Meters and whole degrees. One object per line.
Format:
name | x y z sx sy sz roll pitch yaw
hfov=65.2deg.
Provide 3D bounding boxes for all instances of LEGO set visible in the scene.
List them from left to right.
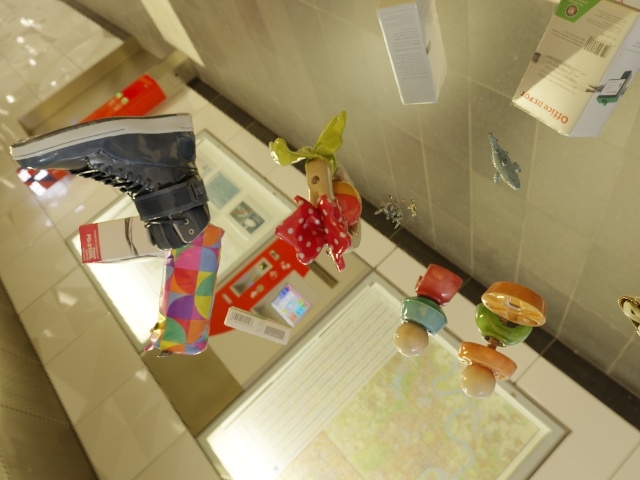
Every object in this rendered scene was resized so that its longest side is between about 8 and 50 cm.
LEGO set | 0.128 -0.052 0.817 0.023 0.083 0.054 -5 113 60

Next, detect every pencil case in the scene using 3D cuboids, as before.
pencil case | -0.230 0.080 0.855 0.105 0.236 0.104 10 178 0

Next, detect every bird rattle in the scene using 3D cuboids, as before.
bird rattle | 0.022 -0.063 0.772 0.207 0.143 0.253 38 -148 -56

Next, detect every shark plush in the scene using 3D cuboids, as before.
shark plush | 0.481 -0.210 1.298 0.067 0.073 0.161 -75 -33 -65

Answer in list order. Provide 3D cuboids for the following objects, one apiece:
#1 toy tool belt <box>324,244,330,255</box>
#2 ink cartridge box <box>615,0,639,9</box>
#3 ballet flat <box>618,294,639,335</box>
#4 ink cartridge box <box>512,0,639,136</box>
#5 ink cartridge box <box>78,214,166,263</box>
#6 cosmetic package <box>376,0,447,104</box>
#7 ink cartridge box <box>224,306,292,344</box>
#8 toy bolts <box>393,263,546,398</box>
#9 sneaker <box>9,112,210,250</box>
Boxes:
toy tool belt | 0.000 0.000 1.218 0.052 0.051 0.083 -117 18 -79
ink cartridge box | 0.698 -0.464 0.943 0.270 0.197 0.198 -10 104 39
ballet flat | 0.597 0.157 0.920 0.052 0.057 0.168 20 -155 -3
ink cartridge box | 0.478 -0.320 0.914 0.160 0.093 0.219 56 140 42
ink cartridge box | -0.444 -0.002 1.256 0.172 0.237 0.100 16 -114 -79
cosmetic package | 0.191 -0.402 1.012 0.086 0.117 0.231 4 147 29
ink cartridge box | -0.174 0.239 1.454 0.181 0.056 0.225 18 177 -2
toy bolts | 0.241 0.155 0.847 0.229 0.158 0.218 27 161 11
sneaker | -0.217 -0.057 0.572 0.086 0.226 0.163 -1 104 33
